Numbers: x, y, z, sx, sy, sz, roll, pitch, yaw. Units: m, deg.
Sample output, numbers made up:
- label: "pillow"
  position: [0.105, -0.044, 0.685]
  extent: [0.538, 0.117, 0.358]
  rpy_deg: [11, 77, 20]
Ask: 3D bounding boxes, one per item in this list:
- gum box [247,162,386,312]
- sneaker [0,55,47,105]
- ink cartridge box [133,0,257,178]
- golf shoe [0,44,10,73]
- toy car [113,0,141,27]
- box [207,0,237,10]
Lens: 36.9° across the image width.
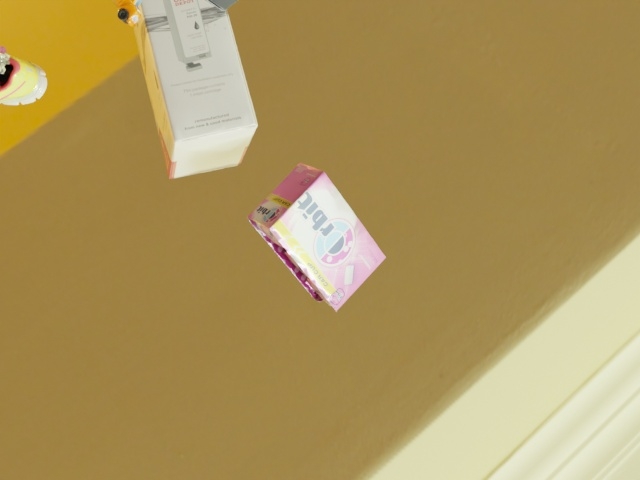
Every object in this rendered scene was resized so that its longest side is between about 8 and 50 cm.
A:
- label: "gum box"
  position: [0.000, 0.000, 1.313]
  extent: [0.107, 0.188, 0.062]
  rpy_deg: [-47, -144, -13]
- label: "sneaker"
  position: [-0.493, -0.219, 1.327]
  extent: [0.208, 0.094, 0.081]
  rpy_deg: [-15, -96, 0]
- label: "ink cartridge box"
  position: [-0.186, -0.252, 1.343]
  extent: [0.117, 0.207, 0.283]
  rpy_deg: [-13, -98, -13]
- label: "golf shoe"
  position: [-0.449, -0.176, 1.049]
  extent: [0.140, 0.115, 0.306]
  rpy_deg: [29, -156, -5]
- label: "toy car"
  position: [-0.202, -0.257, 0.948]
  extent: [0.040, 0.122, 0.060]
  rpy_deg: [-34, -101, 0]
- label: "box"
  position: [-0.047, -0.487, 1.057]
  extent: [0.343, 0.179, 0.312]
  rpy_deg: [-24, -132, 39]
